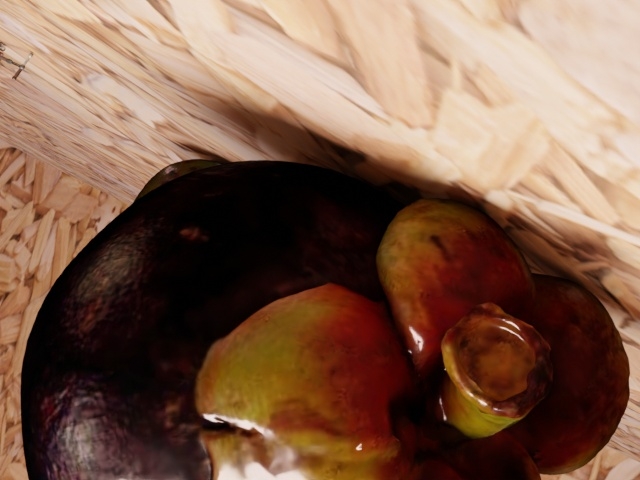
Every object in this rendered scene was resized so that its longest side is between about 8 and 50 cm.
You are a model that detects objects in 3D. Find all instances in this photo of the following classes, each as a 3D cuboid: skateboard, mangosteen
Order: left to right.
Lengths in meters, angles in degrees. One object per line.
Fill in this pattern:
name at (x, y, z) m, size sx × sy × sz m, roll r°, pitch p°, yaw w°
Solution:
skateboard at (-0.323, -0.190, 1.170) m, size 0.083 × 0.032 × 0.064 m, roll 27°, pitch 165°, yaw 43°
mangosteen at (0.002, 0.105, 0.841) m, size 0.435 × 0.382 × 0.382 m, roll -28°, pitch 135°, yaw 35°

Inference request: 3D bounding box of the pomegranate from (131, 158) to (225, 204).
pomegranate at (-0.091, 0.015, 1.231) m, size 0.248 × 0.202 × 0.202 m, roll -2°, pitch -176°, yaw -17°
